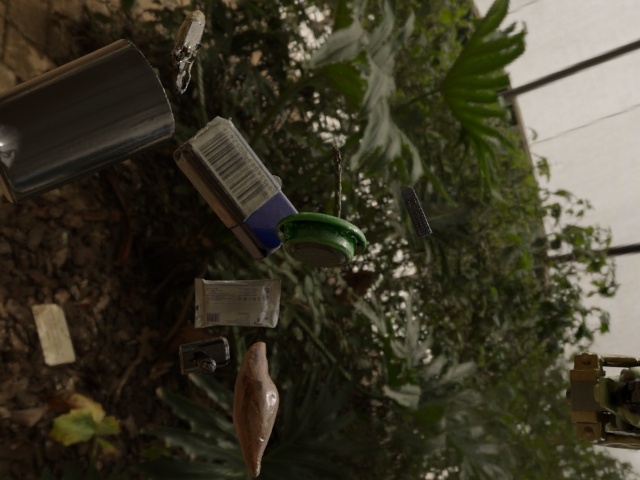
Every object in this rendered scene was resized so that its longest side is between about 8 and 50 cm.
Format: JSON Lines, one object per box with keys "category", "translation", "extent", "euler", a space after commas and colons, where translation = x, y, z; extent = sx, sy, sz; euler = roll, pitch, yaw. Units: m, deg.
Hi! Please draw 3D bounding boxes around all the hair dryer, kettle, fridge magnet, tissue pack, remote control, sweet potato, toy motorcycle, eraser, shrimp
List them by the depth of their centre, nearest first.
{"category": "toy motorcycle", "translation": [0.580, 0.283, 1.142], "extent": [0.410, 0.237, 0.168], "euler": [26, 63, -47]}
{"category": "kettle", "translation": [-0.460, -0.217, 1.190], "extent": [0.262, 0.308, 0.203], "euler": [30, -37, 47]}
{"category": "shrimp", "translation": [-0.264, -0.362, 1.304], "extent": [0.217, 0.051, 0.150], "euler": [-83, -167, -49]}
{"category": "hair dryer", "translation": [-0.244, 0.257, 1.449], "extent": [0.248, 0.114, 0.070], "euler": [162, -82, -71]}
{"category": "fridge magnet", "translation": [0.000, 0.000, 1.481], "extent": [0.208, 0.208, 0.088], "euler": [50, 45, -55]}
{"category": "tissue pack", "translation": [-0.189, 0.145, 1.503], "extent": [0.026, 0.193, 0.122], "euler": [-113, -155, -71]}
{"category": "sweet potato", "translation": [-0.153, 0.379, 1.565], "extent": [0.112, 0.112, 0.359], "euler": [56, 24, -48]}
{"category": "eraser", "translation": [-0.192, -0.126, 1.575], "extent": [0.155, 0.102, 0.332], "euler": [-43, 104, -25]}
{"category": "remote control", "translation": [0.275, -0.083, 1.906], "extent": [0.027, 0.044, 0.152], "euler": [128, -59, -83]}

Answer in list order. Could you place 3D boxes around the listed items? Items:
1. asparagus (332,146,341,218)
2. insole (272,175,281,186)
{"category": "asparagus", "translation": [0.040, -0.110, 1.646], "extent": [0.025, 0.025, 0.248], "euler": [-66, 159, -70]}
{"category": "insole", "translation": [-0.161, -0.136, 1.739], "extent": [0.153, 0.002, 0.053], "euler": [-29, 112, -37]}
